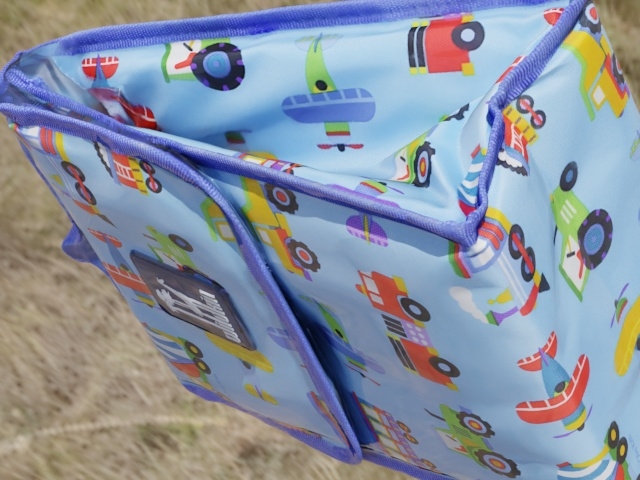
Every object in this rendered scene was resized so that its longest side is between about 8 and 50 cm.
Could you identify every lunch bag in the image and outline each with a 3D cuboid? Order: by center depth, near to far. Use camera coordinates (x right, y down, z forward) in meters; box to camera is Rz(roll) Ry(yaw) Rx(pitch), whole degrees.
[{"bbox_3d":[0.000,0.000,0.847,0.293,0.221,0.138,7,55,34],"label":"lunch bag"}]
